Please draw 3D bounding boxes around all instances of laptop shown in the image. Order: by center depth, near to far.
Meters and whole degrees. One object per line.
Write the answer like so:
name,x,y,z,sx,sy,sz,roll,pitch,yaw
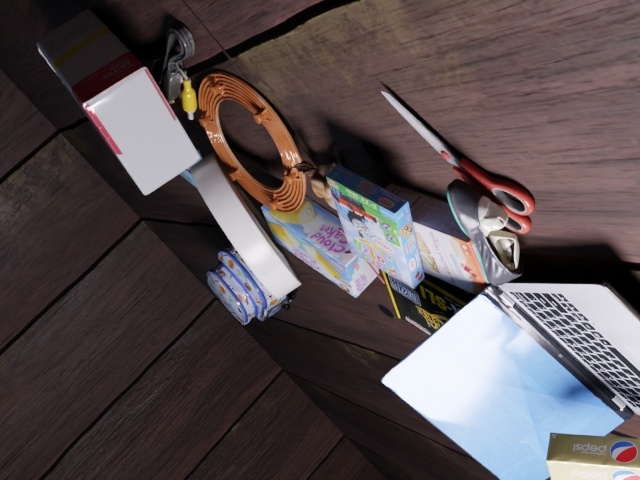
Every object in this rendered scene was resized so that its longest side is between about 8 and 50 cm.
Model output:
laptop,0.380,0.264,1.269,0.382,0.236,0.408,40,164,-16

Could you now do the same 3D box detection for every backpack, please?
backpack,-0.213,0.108,2.359,0.276,0.213,0.263,43,152,9

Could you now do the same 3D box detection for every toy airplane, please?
toy airplane,0.083,0.025,1.607,0.151,0.028,0.151,46,170,11

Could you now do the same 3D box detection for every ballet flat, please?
ballet flat,0.257,-0.014,1.192,0.074,0.074,0.203,19,146,53

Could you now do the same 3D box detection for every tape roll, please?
tape roll,-0.177,-0.035,1.912,0.392,0.072,0.392,56,-179,-2

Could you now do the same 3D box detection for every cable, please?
cable,-0.302,-0.381,1.679,0.139,0.072,0.287,56,154,15

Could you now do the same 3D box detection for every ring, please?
ring,-0.155,-0.197,1.666,0.336,0.032,0.336,38,152,25

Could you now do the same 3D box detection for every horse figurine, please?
horse figurine,0.047,-0.081,1.530,0.263,0.066,0.174,41,172,-21

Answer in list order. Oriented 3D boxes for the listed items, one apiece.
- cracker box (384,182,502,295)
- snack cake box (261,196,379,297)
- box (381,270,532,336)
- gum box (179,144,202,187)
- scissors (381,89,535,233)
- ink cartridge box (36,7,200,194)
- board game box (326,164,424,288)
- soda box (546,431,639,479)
cracker box,0.208,0.000,1.378,0.232,0.067,0.156,25,155,46
snack cake box,0.000,0.000,1.800,0.264,0.089,0.152,34,160,28
box,0.273,0.142,1.553,0.322,0.079,0.257,32,158,33
gum box,-0.387,-0.234,2.183,0.157,0.041,0.184,38,161,17
scissors,0.201,-0.115,1.197,0.297,0.021,0.109,38,164,12
ink cartridge box,-0.469,-0.327,1.822,0.385,0.160,0.279,46,168,43
board game box,0.099,-0.022,1.391,0.160,0.039,0.211,31,156,35
soda box,0.458,0.353,1.264,0.181,0.058,0.061,-3,131,27
